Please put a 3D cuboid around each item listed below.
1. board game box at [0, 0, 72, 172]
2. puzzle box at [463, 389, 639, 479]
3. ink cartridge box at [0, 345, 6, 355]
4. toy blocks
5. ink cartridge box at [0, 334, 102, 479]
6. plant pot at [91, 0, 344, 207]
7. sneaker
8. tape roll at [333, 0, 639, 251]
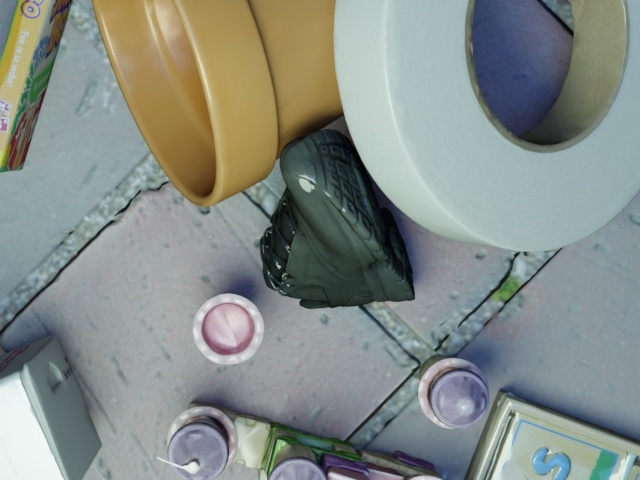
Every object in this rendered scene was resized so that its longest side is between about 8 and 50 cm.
[{"bbox_3d":[-0.262,-0.191,1.591,0.039,0.124,0.259,15,93,-1],"label":"board game box"},{"bbox_3d":[0.230,0.380,1.693,0.272,0.052,0.409,20,93,-3],"label":"puzzle box"},{"bbox_3d":[-0.329,0.173,1.643,0.115,0.067,0.198,-35,95,1],"label":"ink cartridge box"},{"bbox_3d":[-0.010,0.228,1.567,0.289,0.260,0.309,16,93,-4],"label":"toy blocks"},{"bbox_3d":[-0.352,0.201,1.504,0.289,0.211,0.121,-22,96,2],"label":"ink cartridge box"},{"bbox_3d":[-0.064,-0.198,1.541,0.203,0.291,0.290,-22,95,-18],"label":"plant pot"},{"bbox_3d":[0.000,0.000,1.555,0.130,0.286,0.109,-17,61,8],"label":"sneaker"},{"bbox_3d":[0.179,-0.184,1.535,0.392,0.072,0.392,-6,100,-39],"label":"tape roll"}]
